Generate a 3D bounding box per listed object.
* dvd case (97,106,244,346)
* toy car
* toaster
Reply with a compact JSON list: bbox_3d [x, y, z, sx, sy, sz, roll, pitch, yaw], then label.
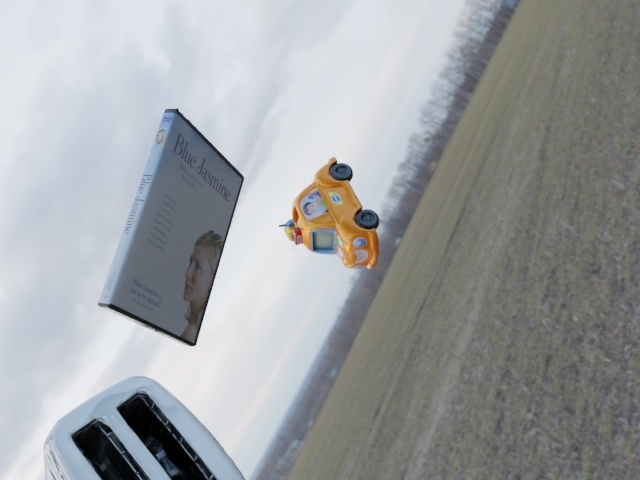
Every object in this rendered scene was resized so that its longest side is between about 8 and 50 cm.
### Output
[{"bbox_3d":[-0.175,-0.010,0.821,0.180,0.022,0.253,46,-127,-58],"label":"dvd case"},{"bbox_3d":[0.000,0.000,0.370,0.040,0.060,0.122,-20,-12,-12],"label":"toy car"},{"bbox_3d":[-0.146,0.216,0.546,0.129,0.227,0.147,-28,-31,-37],"label":"toaster"}]
